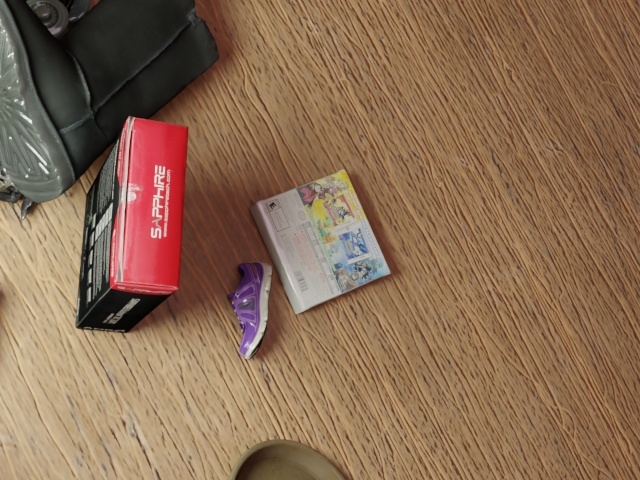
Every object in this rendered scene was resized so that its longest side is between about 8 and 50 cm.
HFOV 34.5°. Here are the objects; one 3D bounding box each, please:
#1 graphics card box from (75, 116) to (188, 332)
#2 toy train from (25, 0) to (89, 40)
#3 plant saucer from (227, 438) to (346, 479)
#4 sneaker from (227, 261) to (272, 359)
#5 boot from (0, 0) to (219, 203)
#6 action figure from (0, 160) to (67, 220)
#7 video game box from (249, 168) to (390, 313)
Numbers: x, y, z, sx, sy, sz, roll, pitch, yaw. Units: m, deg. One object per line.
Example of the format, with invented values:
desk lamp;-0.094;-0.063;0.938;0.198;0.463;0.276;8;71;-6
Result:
graphics card box;-0.281;-0.007;1.498;0.094;0.371;0.232;7;73;-21
toy train;-0.468;-0.430;1.668;0.190;0.142;0.333;18;72;-5
plant saucer;-0.041;0.446;1.609;0.278;0.041;0.277;26;44;-28
sneaker;-0.122;0.116;1.714;0.071;0.068;0.169;7;65;-6
boot;-0.344;-0.323;1.539;0.445;0.146;0.366;-51;138;-43
action figure;-0.499;-0.127;1.556;0.276;0.141;0.164;14;80;-27
video game box;0.000;0.000;1.793;0.187;0.048;0.205;-21;86;-24
